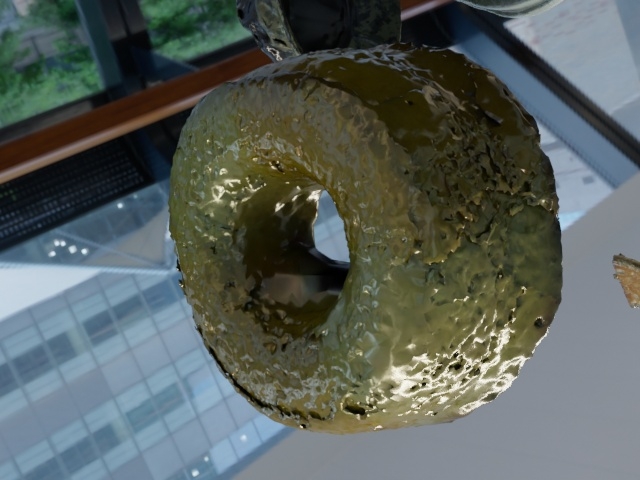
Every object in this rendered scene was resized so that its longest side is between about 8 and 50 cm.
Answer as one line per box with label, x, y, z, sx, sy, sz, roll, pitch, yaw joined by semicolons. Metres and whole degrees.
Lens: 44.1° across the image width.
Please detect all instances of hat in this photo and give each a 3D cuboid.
hat;-0.019;-0.268;0.894;0.128;0.265;0.265;-10;-164;38

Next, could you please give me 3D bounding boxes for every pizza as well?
pizza;0.412;0.055;1.021;0.025;0.078;0.083;-38;-124;-24

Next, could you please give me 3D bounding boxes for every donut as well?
donut;0.000;0.000;0.485;0.272;0.272;0.107;-12;177;45

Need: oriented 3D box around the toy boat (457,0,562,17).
toy boat;0.197;-0.306;0.819;0.092;0.141;0.319;5;-157;-16
